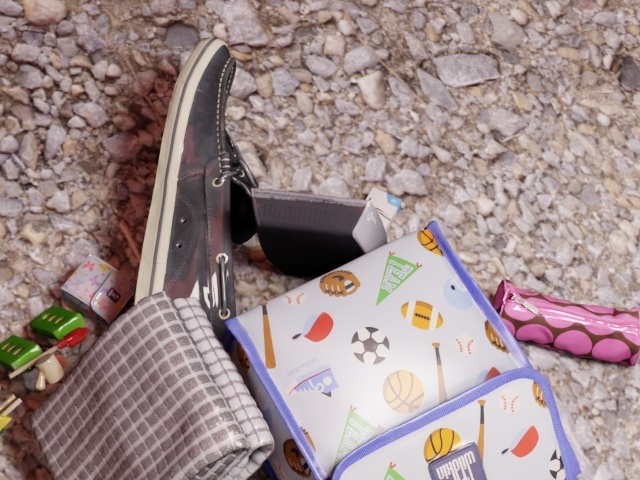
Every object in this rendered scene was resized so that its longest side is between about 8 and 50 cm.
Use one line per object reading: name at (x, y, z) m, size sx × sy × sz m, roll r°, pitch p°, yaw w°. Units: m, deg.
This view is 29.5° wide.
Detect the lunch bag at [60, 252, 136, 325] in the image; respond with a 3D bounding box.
lunch bag at (-0.305, 0.069, 1.681) m, size 0.083 × 0.053 × 0.071 m, roll 34°, pitch 63°, yaw 7°

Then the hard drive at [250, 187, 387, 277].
hard drive at (0.000, 0.000, 1.616) m, size 0.172 × 0.255 × 0.054 m, roll 7°, pitch 74°, yaw 9°

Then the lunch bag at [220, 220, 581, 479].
lunch bag at (0.095, 0.219, 1.504) m, size 0.327 × 0.239 × 0.385 m, roll -24°, pitch 72°, yaw -20°

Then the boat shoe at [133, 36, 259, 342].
boat shoe at (-0.157, -0.058, 1.699) m, size 0.156 × 0.187 × 0.500 m, roll 7°, pitch 63°, yaw -4°

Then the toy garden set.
toy garden set at (-0.393, 0.184, 1.551) m, size 0.244 × 0.204 × 0.049 m, roll -39°, pitch 112°, yaw -23°

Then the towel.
towel at (-0.216, 0.234, 1.458) m, size 0.283 × 0.121 × 0.235 m, roll -45°, pitch 63°, yaw 21°

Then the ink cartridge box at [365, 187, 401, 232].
ink cartridge box at (0.079, -0.031, 1.776) m, size 0.048 × 0.028 × 0.083 m, roll 24°, pitch 60°, yaw 12°

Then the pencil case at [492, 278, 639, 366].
pencil case at (0.339, 0.112, 1.659) m, size 0.209 × 0.098 × 0.095 m, roll 10°, pitch 58°, yaw 3°
